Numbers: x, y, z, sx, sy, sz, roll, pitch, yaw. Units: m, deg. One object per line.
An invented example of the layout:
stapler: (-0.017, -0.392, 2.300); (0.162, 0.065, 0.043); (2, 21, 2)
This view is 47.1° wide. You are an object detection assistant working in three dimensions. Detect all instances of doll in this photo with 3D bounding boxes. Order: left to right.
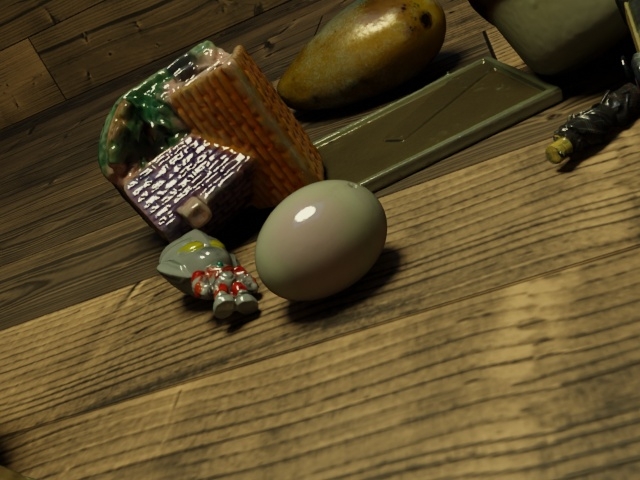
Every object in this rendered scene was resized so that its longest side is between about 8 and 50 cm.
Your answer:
doll: (-0.121, 0.036, 0.787); (0.094, 0.079, 0.180); (-7, 21, -30)

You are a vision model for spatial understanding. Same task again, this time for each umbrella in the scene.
umbrella: (0.278, -0.120, 0.736); (0.144, 0.037, 0.040); (-33, 39, -21)

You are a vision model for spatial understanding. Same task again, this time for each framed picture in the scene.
framed picture: (0.122, -0.148, 0.959); (0.314, 0.024, 0.232); (-27, 25, 2)

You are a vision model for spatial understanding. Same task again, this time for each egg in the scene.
egg: (0.000, 0.000, 0.692); (0.135, 0.103, 0.103); (-34, 26, -10)

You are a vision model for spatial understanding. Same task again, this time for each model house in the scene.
model house: (-0.140, -0.119, 0.915); (0.237, 0.202, 0.237); (-37, 22, -15)

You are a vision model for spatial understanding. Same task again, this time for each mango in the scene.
mango: (0.051, -0.292, 1.166); (0.316, 0.146, 0.193); (-18, 18, 33)

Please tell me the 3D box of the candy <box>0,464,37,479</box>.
candy: (-0.256, 0.252, 0.451); (0.102, 0.104, 0.234); (-4, 33, 38)

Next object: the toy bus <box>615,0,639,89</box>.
toy bus: (0.312, -0.111, 0.500); (0.176, 0.202, 0.365); (-20, 28, 28)

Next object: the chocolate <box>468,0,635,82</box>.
chocolate: (0.321, -0.305, 0.833); (0.283, 0.186, 0.283); (-33, -11, -7)
